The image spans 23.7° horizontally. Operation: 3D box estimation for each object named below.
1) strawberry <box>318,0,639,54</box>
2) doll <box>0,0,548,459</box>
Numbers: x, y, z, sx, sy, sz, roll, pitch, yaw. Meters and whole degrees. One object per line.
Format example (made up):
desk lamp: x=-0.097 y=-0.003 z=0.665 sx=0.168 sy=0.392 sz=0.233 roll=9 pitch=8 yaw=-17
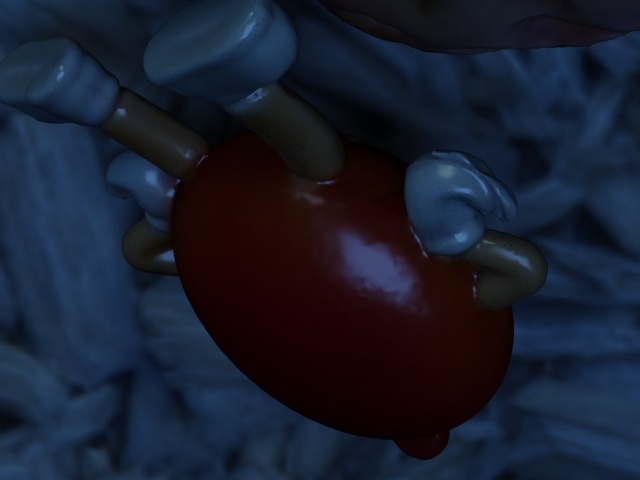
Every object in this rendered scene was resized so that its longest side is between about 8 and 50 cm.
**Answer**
strawberry: x=-0.003 y=-0.149 z=0.397 sx=0.336 sy=0.149 sz=0.265 roll=8 pitch=155 yaw=-3
doll: x=0.000 y=0.000 z=0.534 sx=0.183 sy=0.085 sz=0.217 roll=-4 pitch=136 yaw=49
